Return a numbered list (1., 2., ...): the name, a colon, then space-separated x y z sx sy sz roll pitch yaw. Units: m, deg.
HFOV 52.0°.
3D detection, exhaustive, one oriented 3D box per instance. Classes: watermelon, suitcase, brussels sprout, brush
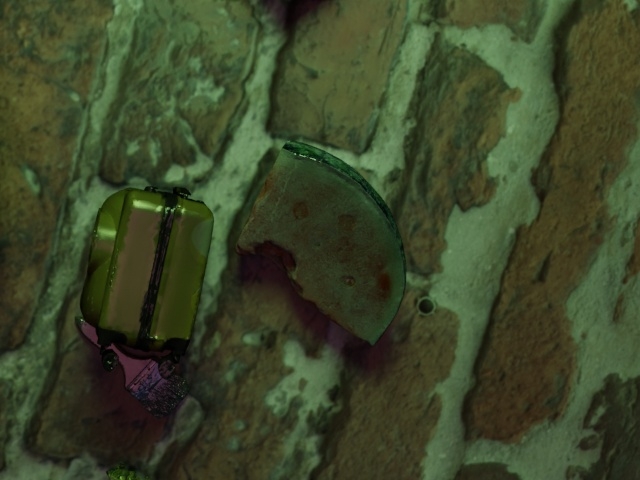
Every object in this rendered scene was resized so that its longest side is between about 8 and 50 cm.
1. watermelon: 0.000 0.000 0.946 0.226 0.148 0.318 -20 110 11
2. suitcase: -0.232 0.039 0.859 0.143 0.194 0.234 12 92 -18
3. brussels sprout: -0.276 0.359 0.936 0.058 0.085 0.085 -34 97 -12
4. brush: -0.280 0.175 0.948 0.196 0.021 0.070 43 85 -8
